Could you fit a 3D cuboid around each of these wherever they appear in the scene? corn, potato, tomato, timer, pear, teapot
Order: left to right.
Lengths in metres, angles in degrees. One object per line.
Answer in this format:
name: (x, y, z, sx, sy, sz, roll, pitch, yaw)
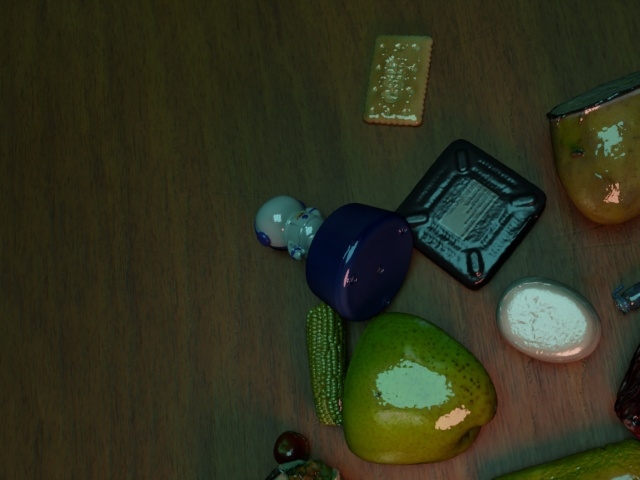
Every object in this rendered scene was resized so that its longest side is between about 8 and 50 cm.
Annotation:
tomato: (-0.070, 0.488, 1.877, 0.087, 0.075, 0.087, -5, 71, 15)
timer: (0.000, 0.000, 1.924, 0.383, 0.270, 0.270, 27, 83, 35)
corn: (0.016, 0.280, 1.897, 0.101, 0.101, 0.311, -6, 74, 13)
pear: (0.226, 0.338, 1.759, 0.317, 0.238, 0.343, 9, 78, 25)
potato: (0.698, -0.214, 1.818, 0.397, 0.290, 0.296, -26, 100, -31)
teapot: (0.696, 0.121, 1.790, 0.083, 0.049, 0.064, -31, 70, 5)

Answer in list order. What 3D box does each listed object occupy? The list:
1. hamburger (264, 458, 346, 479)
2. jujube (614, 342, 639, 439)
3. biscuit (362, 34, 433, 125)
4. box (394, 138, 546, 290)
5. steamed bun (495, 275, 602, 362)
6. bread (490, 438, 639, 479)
hamburger: (-0.043, 0.594, 1.794, 0.288, 0.192, 0.168, -50, 61, 25)
jujube: (0.760, 0.273, 1.665, 0.216, 0.216, 0.342, 40, 94, 20)
biscuit: (0.199, -0.417, 2.072, 0.160, 0.030, 0.250, 7, 77, 16)
box: (0.352, -0.068, 1.916, 0.289, 0.073, 0.290, 39, 87, 20)
steamed bun: (0.506, 0.177, 1.781, 0.228, 0.130, 0.177, 19, 91, 17)
bread: (0.535, 0.538, 1.687, 0.383, 0.112, 0.166, -19, 72, 9)
